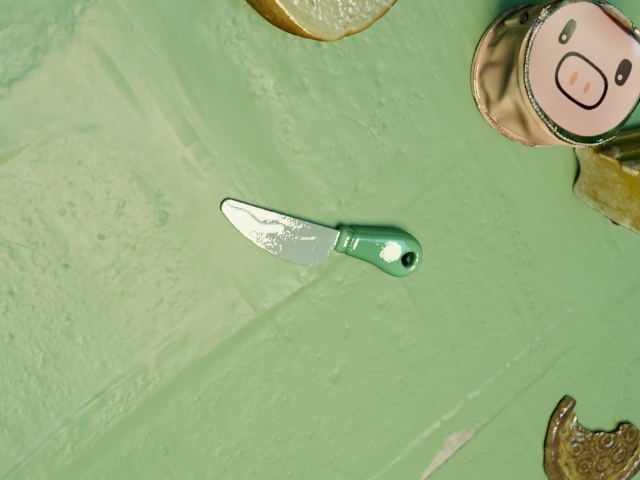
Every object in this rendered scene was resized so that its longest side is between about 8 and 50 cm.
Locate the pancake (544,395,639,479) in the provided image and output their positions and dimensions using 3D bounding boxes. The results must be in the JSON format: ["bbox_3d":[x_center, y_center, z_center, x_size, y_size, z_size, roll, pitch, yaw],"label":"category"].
[{"bbox_3d":[0.394,0.286,1.659,0.190,0.020,0.184,-16,110,-22],"label":"pancake"}]

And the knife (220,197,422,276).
[{"bbox_3d":[0.000,0.002,1.379,0.260,0.034,0.063,11,106,-22],"label":"knife"}]

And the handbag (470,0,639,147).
[{"bbox_3d":[0.288,-0.198,1.413,0.205,0.116,0.179,27,90,-29],"label":"handbag"}]

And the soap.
[{"bbox_3d":[0.482,-0.092,1.510,0.274,0.173,0.089,-13,118,-22],"label":"soap"}]

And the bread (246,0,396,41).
[{"bbox_3d":[0.001,-0.333,1.258,0.236,0.070,0.236,-8,108,-26],"label":"bread"}]
